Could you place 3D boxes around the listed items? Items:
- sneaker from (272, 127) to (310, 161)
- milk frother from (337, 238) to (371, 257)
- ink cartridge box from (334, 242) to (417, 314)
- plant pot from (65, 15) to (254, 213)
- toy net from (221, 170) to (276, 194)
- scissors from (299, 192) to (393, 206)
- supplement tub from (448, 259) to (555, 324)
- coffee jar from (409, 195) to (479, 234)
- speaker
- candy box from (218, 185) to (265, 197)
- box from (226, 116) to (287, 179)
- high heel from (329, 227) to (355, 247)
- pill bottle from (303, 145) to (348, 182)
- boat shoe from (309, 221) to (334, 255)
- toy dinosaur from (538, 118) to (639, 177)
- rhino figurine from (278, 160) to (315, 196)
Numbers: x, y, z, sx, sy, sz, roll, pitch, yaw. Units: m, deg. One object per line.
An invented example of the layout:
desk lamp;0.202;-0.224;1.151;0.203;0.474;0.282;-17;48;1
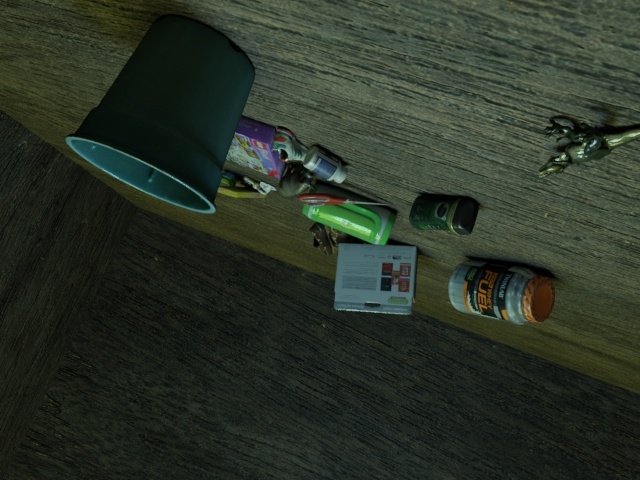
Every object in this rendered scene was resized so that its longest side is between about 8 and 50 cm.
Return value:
sneaker;-0.086;-0.250;1.593;0.057;0.075;0.161;15;166;33
milk frother;0.172;0.068;2.419;0.143;0.129;0.135;20;166;43
ink cartridge box;0.220;0.160;2.211;0.310;0.271;0.130;3;163;14
plant pot;-0.327;-0.284;1.250;0.341;0.334;0.341;21;169;4
toy net;-0.280;-0.214;2.202;0.232;0.045;0.122;19;168;16
scissors;0.083;-0.124;1.753;0.297;0.021;0.109;2;166;4
supplement tub;0.616;0.177;1.915;0.194;0.193;0.316;31;165;-36
coffee jar;0.342;-0.070;1.551;0.184;0.096;0.079;11;167;47
speaker;0.096;-0.087;1.868;0.297;0.131;0.131;22;168;4
candy box;-0.314;-0.192;2.223;0.105;0.027;0.206;15;-170;25
box;-0.219;-0.290;1.707;0.201;0.057;0.293;22;168;8
high heel;0.104;-0.018;2.228;0.186;0.093;0.261;18;160;51
pill bottle;0.016;-0.212;1.593;0.120;0.067;0.067;28;167;-23
boat shoe;0.000;0.000;2.226;0.073;0.073;0.207;40;161;36
toy dinosaur;0.466;-0.169;0.971;0.118;0.064;0.268;20;168;-23
rhino figurine;-0.062;-0.191;1.741;0.073;0.106;0.243;27;168;-22
